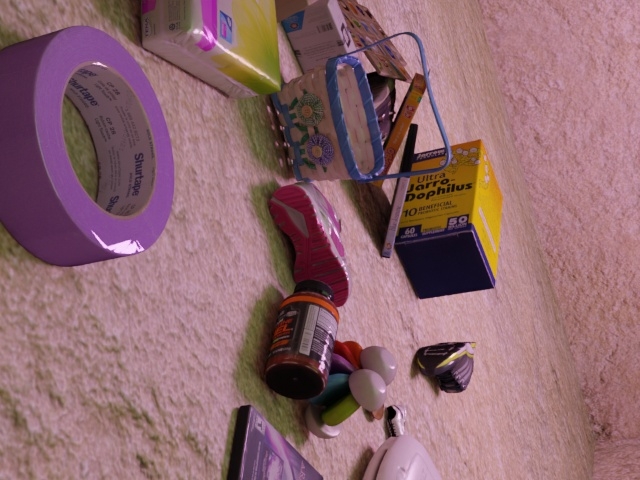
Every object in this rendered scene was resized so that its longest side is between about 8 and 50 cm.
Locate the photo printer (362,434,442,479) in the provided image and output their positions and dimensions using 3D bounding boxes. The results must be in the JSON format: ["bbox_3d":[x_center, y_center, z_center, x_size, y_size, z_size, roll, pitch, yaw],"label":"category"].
[{"bbox_3d":[0.174,0.548,1.926,0.307,0.107,0.256,61,30,-20],"label":"photo printer"}]

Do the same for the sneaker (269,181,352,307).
[{"bbox_3d":[0.000,0.000,1.796,0.111,0.103,0.252,-53,129,-59],"label":"sneaker"}]

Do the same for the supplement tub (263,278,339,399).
[{"bbox_3d":[-0.027,0.158,1.661,0.197,0.106,0.106,-77,148,-45],"label":"supplement tub"}]

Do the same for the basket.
[{"bbox_3d":[0.075,-0.220,1.825,0.201,0.289,0.254,-37,112,-71],"label":"basket"}]

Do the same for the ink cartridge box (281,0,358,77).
[{"bbox_3d":[0.005,-0.387,1.979,0.060,0.104,0.180,-73,146,-50],"label":"ink cartridge box"}]

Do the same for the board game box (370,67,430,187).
[{"bbox_3d":[0.175,-0.251,2.194,0.124,0.039,0.259,-72,-172,-61],"label":"board game box"}]

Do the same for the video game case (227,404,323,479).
[{"bbox_3d":[-0.068,0.404,1.557,0.274,0.026,0.196,54,34,-45],"label":"video game case"}]

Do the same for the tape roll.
[{"bbox_3d":[-0.284,-0.110,1.191,0.275,0.090,0.274,-10,90,-67],"label":"tape roll"}]

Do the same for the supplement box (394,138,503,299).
[{"bbox_3d":[0.321,-0.055,2.463,0.356,0.194,0.195,-75,146,-47],"label":"supplement box"}]

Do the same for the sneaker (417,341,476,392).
[{"bbox_3d":[0.314,0.308,2.405,0.300,0.111,0.121,4,81,-65],"label":"sneaker"}]

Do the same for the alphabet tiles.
[{"bbox_3d":[0.088,-0.463,2.179,0.285,0.011,0.342,56,21,10],"label":"alphabet tiles"}]

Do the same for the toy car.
[{"bbox_3d":[0.033,0.239,1.727,0.136,0.159,0.182,48,30,-9],"label":"toy car"}]

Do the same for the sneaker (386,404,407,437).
[{"bbox_3d":[0.154,0.393,2.084,0.044,0.040,0.109,25,52,-44],"label":"sneaker"}]

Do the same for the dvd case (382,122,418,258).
[{"bbox_3d":[0.175,-0.108,2.208,0.253,0.022,0.180,99,3,-46],"label":"dvd case"}]

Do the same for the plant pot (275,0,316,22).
[{"bbox_3d":[-0.071,-0.460,1.843,0.096,0.109,0.109,60,27,-12],"label":"plant pot"}]

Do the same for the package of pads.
[{"bbox_3d":[-0.170,-0.371,1.562,0.296,0.101,0.229,22,61,-64],"label":"package of pads"}]

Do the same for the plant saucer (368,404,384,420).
[{"bbox_3d":[0.107,0.321,2.020,0.083,0.015,0.083,-11,90,-68],"label":"plant saucer"}]

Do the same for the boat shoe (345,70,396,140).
[{"bbox_3d":[0.103,-0.263,2.123,0.355,0.132,0.130,-53,131,-60],"label":"boat shoe"}]
